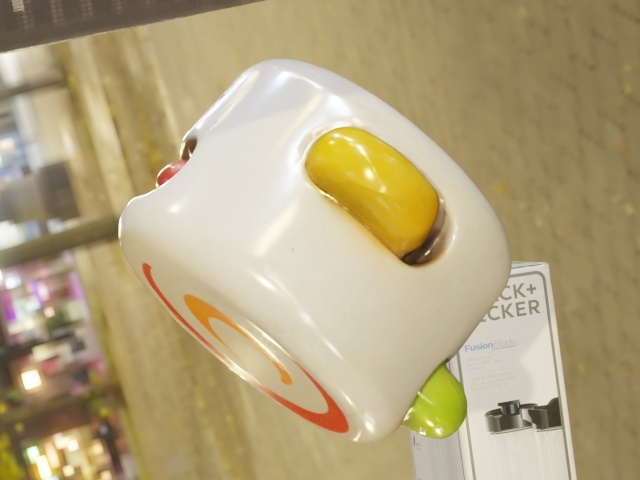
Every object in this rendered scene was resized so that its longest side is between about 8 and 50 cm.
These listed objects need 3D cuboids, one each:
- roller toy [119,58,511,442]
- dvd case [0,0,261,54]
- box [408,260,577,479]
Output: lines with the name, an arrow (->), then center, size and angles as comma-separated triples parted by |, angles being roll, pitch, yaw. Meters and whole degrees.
roller toy -> 0.000, 0.000, 0.978 | 0.191, 0.146, 0.209 | 28, 162, 38
dvd case -> -0.076, -0.143, 0.619 | 0.018, 0.221, 0.164 | -113, 14, -45
box -> 0.129, 0.162, 1.388 | 0.169, 0.087, 0.290 | 174, 88, -78
